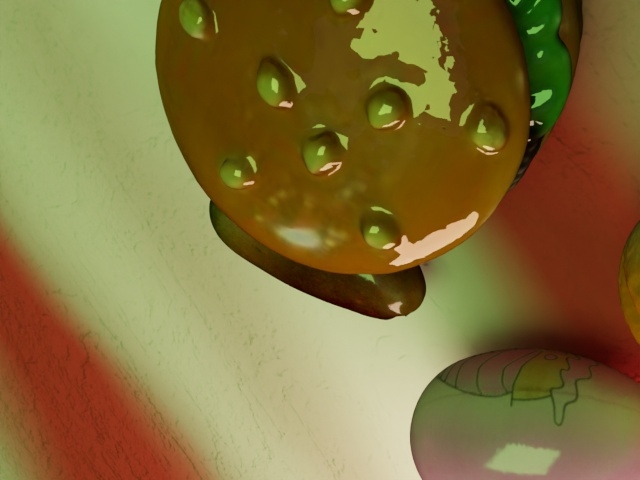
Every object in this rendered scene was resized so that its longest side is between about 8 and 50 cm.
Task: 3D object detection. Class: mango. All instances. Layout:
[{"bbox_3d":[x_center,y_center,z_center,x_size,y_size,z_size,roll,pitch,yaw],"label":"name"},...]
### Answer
[{"bbox_3d":[0.000,0.000,1.339,0.268,0.111,0.133,24,143,14],"label":"mango"}]

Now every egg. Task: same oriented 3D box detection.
[{"bbox_3d":[0.226,0.207,1.282,0.271,0.196,0.196,-21,106,37],"label":"egg"}]

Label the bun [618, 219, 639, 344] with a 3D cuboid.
[{"bbox_3d":[0.402,0.085,1.072,0.299,0.165,0.299,32,154,18],"label":"bun"}]

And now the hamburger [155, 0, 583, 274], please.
[{"bbox_3d":[0.030,-0.159,1.122,0.396,0.277,0.395,14,122,23],"label":"hamburger"}]
